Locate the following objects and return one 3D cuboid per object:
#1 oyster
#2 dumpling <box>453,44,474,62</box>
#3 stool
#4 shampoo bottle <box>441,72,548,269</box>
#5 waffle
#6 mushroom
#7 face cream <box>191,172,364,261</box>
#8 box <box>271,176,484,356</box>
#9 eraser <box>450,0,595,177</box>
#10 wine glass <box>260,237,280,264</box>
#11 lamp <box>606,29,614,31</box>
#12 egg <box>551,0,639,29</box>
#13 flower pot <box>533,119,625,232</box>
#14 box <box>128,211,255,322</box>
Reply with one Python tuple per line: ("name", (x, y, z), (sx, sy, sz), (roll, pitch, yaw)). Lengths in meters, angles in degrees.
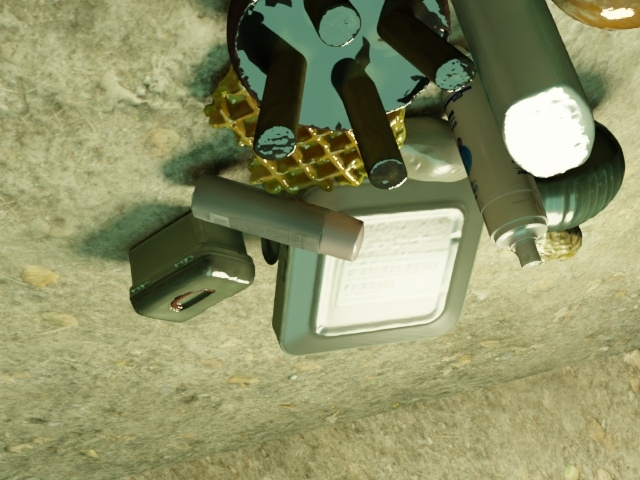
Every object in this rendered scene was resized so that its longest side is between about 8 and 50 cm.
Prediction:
("oyster", (0.424, -0.043, 1.744), (0.110, 0.166, 0.341), (-21, 140, 35))
("dumpling", (0.193, -0.252, 1.271), (0.077, 0.043, 0.059), (-35, 171, 31))
("stool", (0.031, -0.205, 1.037), (0.272, 0.178, 0.272), (-7, 135, -7))
("shampoo bottle", (0.261, -0.099, 1.316), (0.092, 0.303, 0.092), (-12, 157, -5))
("waffle", (-0.019, -0.168, 1.251), (0.281, 0.058, 0.301), (-5, 143, 0))
("mushroom", (0.137, -0.145, 1.401), (0.225, 0.093, 0.116), (7, 138, -32))
("face cream", (-0.064, -0.033, 1.397), (0.269, 0.073, 0.107), (17, 174, 8))
("box", (0.106, 0.031, 1.587), (0.367, 0.090, 0.373), (-7, 126, -20))
("eraser", (0.217, -0.235, 1.021), (0.104, 0.290, 0.189), (-20, 152, 12))
("wine glass", (0.000, 0.000, 1.636), (0.202, 0.093, 0.093), (-2, 153, -26))
("lamp", (0.430, -0.329, 1.252), (0.083, 0.031, 0.063), (-28, 154, 20))
("egg", (0.344, -0.330, 0.996), (0.233, 0.195, 0.195), (-35, 160, -15))
("flower pot", (0.388, -0.110, 1.493), (0.243, 0.189, 0.157), (-20, 150, -14))
("box", (-0.230, 0.048, 1.566), (0.210, 0.129, 0.148), (-28, 153, 29))
